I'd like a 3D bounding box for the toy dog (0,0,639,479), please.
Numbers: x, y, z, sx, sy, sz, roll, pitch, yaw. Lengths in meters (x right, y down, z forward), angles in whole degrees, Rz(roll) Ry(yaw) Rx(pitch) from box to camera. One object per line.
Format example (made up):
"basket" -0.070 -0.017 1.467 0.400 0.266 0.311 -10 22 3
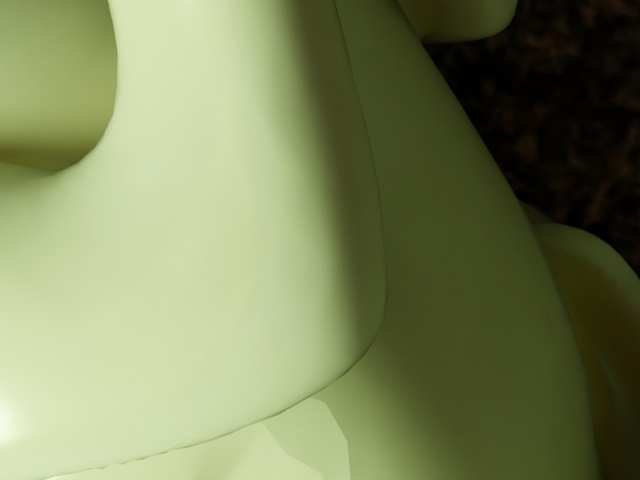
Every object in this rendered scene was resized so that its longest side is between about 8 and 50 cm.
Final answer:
"toy dog" -0.075 0.004 0.486 0.408 0.284 0.395 45 130 -10

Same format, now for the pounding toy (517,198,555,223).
"pounding toy" 0.000 0.000 0.656 0.141 0.100 0.130 31 116 1
